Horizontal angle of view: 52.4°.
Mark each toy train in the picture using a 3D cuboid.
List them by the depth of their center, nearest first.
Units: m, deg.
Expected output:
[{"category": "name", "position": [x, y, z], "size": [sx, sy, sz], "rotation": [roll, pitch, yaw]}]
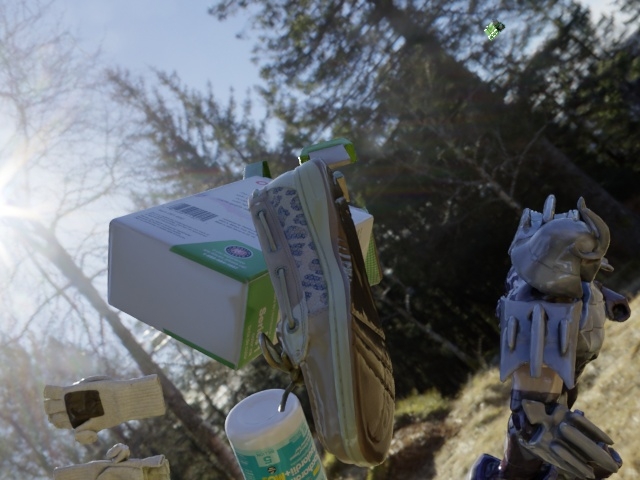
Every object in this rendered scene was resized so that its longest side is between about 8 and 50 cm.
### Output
[{"category": "toy train", "position": [0.275, -0.335, 1.031], "size": [0.017, 0.023, 0.083], "rotation": [-39, 3, 10]}]

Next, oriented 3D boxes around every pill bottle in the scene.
[{"category": "pill bottle", "position": [-0.072, 0.425, 1.225], "size": [0.146, 0.264, 0.146], "rotation": [-16, 19, 6]}]

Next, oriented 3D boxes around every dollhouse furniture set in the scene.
[{"category": "dollhouse furniture set", "position": [0.000, 0.000, 1.131], "size": [0.198, 0.301, 0.151], "rotation": [-15, 24, -1]}]

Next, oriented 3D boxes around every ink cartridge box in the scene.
[{"category": "ink cartridge box", "position": [-0.090, 0.021, 0.814], "size": [0.278, 0.201, 0.117], "rotation": [-27, -48, -54]}]

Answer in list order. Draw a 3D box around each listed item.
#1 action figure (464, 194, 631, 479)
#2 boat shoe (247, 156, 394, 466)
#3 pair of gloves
[{"category": "action figure", "position": [0.156, 0.094, 0.434], "size": [0.185, 0.099, 0.285], "rotation": [-49, -36, -42]}, {"category": "boat shoe", "position": [-0.005, 0.055, 0.549], "size": [0.089, 0.285, 0.104], "rotation": [-20, -42, 12]}, {"category": "pair of gloves", "position": [-0.364, 0.350, 1.112], "size": [0.204, 0.240, 0.042], "rotation": [-2, 8, 1]}]
